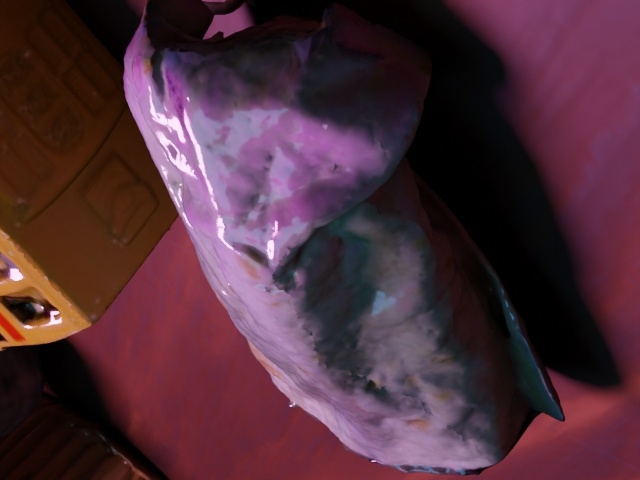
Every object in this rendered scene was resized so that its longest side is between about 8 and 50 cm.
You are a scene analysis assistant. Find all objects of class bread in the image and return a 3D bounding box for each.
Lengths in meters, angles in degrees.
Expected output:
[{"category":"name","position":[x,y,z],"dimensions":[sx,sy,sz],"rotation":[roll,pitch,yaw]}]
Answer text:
[{"category":"bread","position":[-0.232,0.227,1.521],"dimensions":[0.288,0.156,0.204],"rotation":[15,146,54]}]

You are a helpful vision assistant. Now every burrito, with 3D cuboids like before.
[{"category":"burrito","position":[0.000,0.000,0.691],"dimensions":[0.144,0.089,0.229],"rotation":[22,156,36]}]

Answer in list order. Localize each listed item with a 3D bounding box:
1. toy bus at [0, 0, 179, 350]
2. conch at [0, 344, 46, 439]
[{"category":"toy bus","position":[-0.196,-0.104,0.780],"dimensions":[0.123,0.121,0.335],"rotation":[-3,134,51]},{"category":"conch","position":[-0.285,0.129,1.330],"dimensions":[0.220,0.195,0.277],"rotation":[121,138,-79]}]
